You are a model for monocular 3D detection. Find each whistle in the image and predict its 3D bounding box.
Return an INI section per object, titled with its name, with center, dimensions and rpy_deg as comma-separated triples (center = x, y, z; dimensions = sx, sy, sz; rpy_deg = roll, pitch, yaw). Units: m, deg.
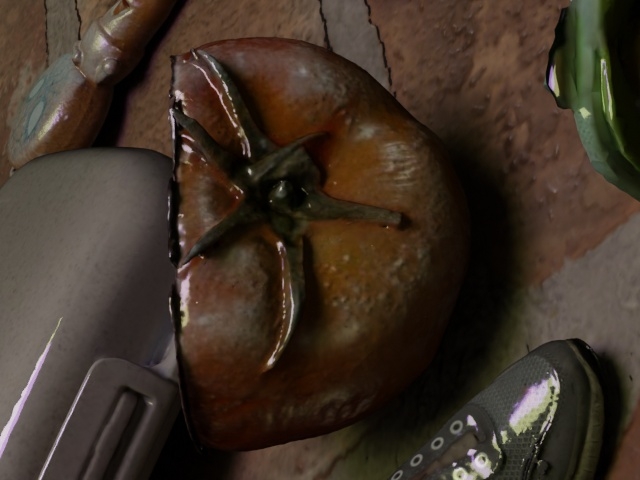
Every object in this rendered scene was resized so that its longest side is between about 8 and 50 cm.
[whistle]
center = -0.175, -0.124, 1.292
dimensions = 0.220, 0.057, 0.107
rpy_deg = -50, 25, 23

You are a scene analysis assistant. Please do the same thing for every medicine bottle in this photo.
[medicine bottle]
center = -0.197, 0.116, 1.096
dimensions = 0.282, 0.123, 0.375
rpy_deg = 2, 63, 56

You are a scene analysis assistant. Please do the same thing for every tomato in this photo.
[tomato]
center = 0.000, 0.000, 0.882
dimensions = 0.180, 0.155, 0.214
rpy_deg = 93, 173, -67

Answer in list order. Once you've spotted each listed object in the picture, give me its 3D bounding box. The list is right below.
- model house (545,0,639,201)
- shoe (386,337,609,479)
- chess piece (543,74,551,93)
[model house]
center = 0.268, -0.178, 0.579
dimensions = 0.313, 0.242, 0.357
rpy_deg = -12, 63, 35
[shoe]
center = 0.064, 0.126, 0.806
dimensions = 0.194, 0.077, 0.074
rpy_deg = -59, 35, 21
[chess piece]
center = 0.157, -0.103, 0.795
dimensions = 0.067, 0.067, 0.103
rpy_deg = 28, 90, 56
